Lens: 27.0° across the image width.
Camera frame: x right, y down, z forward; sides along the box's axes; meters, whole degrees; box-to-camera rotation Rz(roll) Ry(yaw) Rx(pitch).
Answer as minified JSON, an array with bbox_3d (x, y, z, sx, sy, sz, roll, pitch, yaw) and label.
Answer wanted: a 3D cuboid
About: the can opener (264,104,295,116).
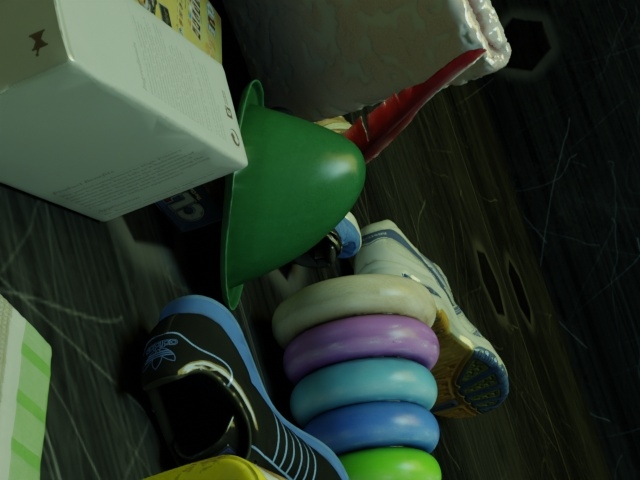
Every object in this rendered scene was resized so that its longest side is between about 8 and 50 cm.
[{"bbox_3d":[-0.018,-0.070,1.295,0.186,0.059,0.073,52,23,-46],"label":"can opener"}]

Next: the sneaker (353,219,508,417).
[{"bbox_3d":[0.127,0.088,1.491,0.296,0.111,0.131,54,22,-45],"label":"sneaker"}]

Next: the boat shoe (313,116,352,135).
[{"bbox_3d":[0.003,-0.114,1.432,0.072,0.068,0.190,60,4,9],"label":"boat shoe"}]

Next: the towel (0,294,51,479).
[{"bbox_3d":[-0.184,0.060,0.663,0.152,0.023,0.113,57,22,-45],"label":"towel"}]

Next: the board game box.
[{"bbox_3d":[-0.131,-0.147,1.043,0.243,0.042,0.165,-95,158,-43],"label":"board game box"}]

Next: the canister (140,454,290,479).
[{"bbox_3d":[-0.046,0.183,0.774,0.170,0.126,0.073,40,33,-57],"label":"canister"}]

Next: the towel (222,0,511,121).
[{"bbox_3d":[-0.008,-0.264,1.191,0.053,0.332,0.317,-33,104,-30],"label":"towel"}]

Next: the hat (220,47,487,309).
[{"bbox_3d":[0.026,-0.038,1.039,0.173,0.183,0.209,-76,172,-67],"label":"hat"}]

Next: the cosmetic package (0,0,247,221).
[{"bbox_3d":[-0.145,-0.086,0.792,0.231,0.117,0.086,32,40,-67],"label":"cosmetic package"}]

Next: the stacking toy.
[{"bbox_3d":[0.046,0.200,1.070,0.141,0.141,0.330,41,37,-59],"label":"stacking toy"}]

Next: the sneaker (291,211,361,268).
[{"bbox_3d":[-0.001,0.000,1.270,0.152,0.058,0.085,53,25,-53],"label":"sneaker"}]

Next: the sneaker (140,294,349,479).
[{"bbox_3d":[-0.049,0.150,0.900,0.232,0.081,0.090,56,22,-20],"label":"sneaker"}]
